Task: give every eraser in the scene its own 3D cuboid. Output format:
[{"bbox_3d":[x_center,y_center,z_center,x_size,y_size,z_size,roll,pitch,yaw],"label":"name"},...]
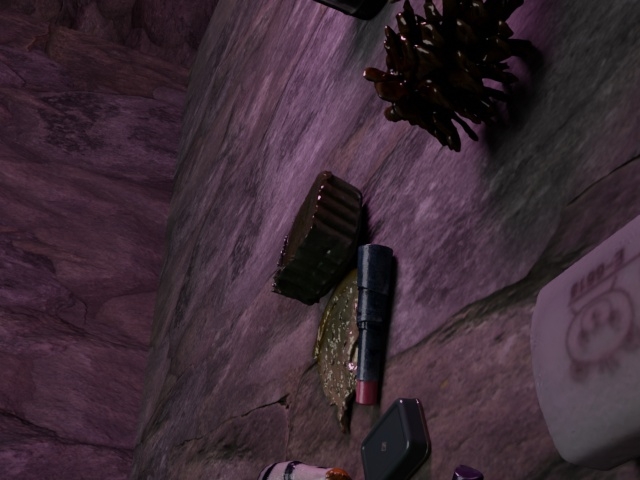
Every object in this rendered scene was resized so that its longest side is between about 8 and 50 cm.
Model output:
[{"bbox_3d":[0.277,0.051,0.613,0.270,0.095,0.174,130,151,-49],"label":"eraser"}]

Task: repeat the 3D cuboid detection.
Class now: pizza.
[{"bbox_3d":[0.033,0.175,1.269,0.181,0.034,0.262,129,149,-47],"label":"pizza"}]

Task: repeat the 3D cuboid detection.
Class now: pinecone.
[{"bbox_3d":[0.163,-0.227,0.997,0.212,0.169,0.186,-65,-20,14],"label":"pinecone"}]

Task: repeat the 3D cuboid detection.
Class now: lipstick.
[{"bbox_3d":[0.076,0.123,1.177,0.053,0.053,0.234,145,132,-61],"label":"lipstick"}]

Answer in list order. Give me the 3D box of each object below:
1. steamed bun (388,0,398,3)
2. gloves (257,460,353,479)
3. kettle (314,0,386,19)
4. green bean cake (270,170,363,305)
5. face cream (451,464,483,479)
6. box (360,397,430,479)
[{"bbox_3d":[0.160,-0.423,0.979,0.428,0.189,0.247,-23,15,26],"label":"steamed bun"},{"bbox_3d":[0.007,0.375,1.102,0.219,0.131,0.140,4,76,39],"label":"gloves"},{"bbox_3d":[-0.008,-0.576,1.484,0.321,0.324,0.228,-176,100,-70],"label":"kettle"},{"bbox_3d":[0.000,0.000,1.355,0.173,0.094,0.181,-77,15,-45],"label":"green bean cake"},{"bbox_3d":[0.115,0.367,0.844,0.078,0.078,0.273,-148,74,-70],"label":"face cream"},{"bbox_3d":[0.093,0.268,1.043,0.091,0.031,0.126,-98,31,-47],"label":"box"}]
